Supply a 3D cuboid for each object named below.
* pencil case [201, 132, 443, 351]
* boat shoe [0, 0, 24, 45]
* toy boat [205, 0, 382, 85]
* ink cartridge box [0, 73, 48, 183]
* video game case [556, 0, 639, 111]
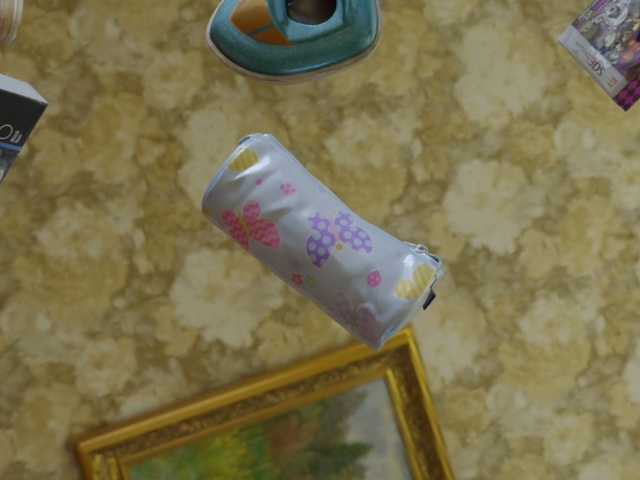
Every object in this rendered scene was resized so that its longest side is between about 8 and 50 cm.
[{"bbox_3d":[0.000,0.000,1.203,0.273,0.113,0.124,36,-57,9],"label":"pencil case"},{"bbox_3d":[-0.337,-0.259,1.078,0.063,0.059,0.170,-52,-129,34],"label":"boat shoe"},{"bbox_3d":[-0.056,-0.390,1.656,0.148,0.267,0.318,73,4,-71],"label":"toy boat"},{"bbox_3d":[-0.522,-0.162,1.424,0.065,0.165,0.332,43,16,28],"label":"ink cartridge box"},{"bbox_3d":[0.470,-0.323,1.582,0.041,0.232,0.210,33,21,-31],"label":"video game case"}]
